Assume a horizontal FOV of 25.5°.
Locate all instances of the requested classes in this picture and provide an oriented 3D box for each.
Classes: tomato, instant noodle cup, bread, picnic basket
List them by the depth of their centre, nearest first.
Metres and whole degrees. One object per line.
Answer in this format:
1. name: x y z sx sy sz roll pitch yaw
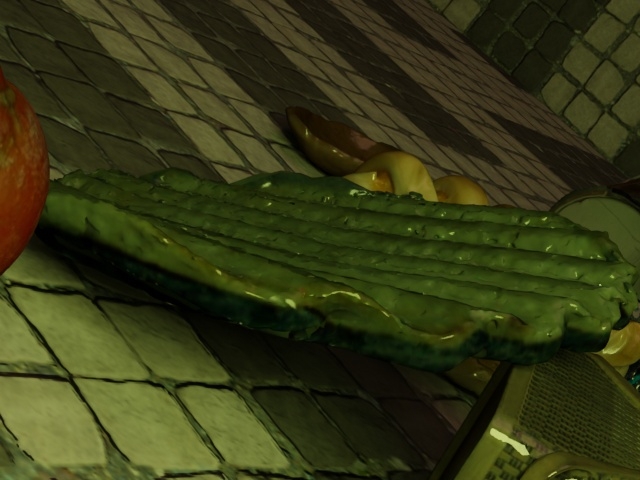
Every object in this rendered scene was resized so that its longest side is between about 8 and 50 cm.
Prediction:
1. tomato: -0.225 -0.085 0.786 0.236 0.095 0.236 53 -14 20
2. picnic basket: 0.142 0.174 0.899 0.139 0.165 0.267 31 16 5
3. bread: 0.131 0.035 1.229 0.311 0.173 0.121 34 47 -14
4. instant noodle cup: 0.385 0.019 1.758 0.217 0.217 0.207 45 25 26

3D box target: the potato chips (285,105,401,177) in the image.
1. potato chips: 0.031 -0.100 1.615 0.150 0.049 0.202 36 18 14

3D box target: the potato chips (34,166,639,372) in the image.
1. potato chips: 0.000 0.000 0.967 0.429 0.070 0.358 13 14 16

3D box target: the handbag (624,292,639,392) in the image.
1. handbag: 0.330 0.178 1.329 0.228 0.127 0.208 49 17 -18
